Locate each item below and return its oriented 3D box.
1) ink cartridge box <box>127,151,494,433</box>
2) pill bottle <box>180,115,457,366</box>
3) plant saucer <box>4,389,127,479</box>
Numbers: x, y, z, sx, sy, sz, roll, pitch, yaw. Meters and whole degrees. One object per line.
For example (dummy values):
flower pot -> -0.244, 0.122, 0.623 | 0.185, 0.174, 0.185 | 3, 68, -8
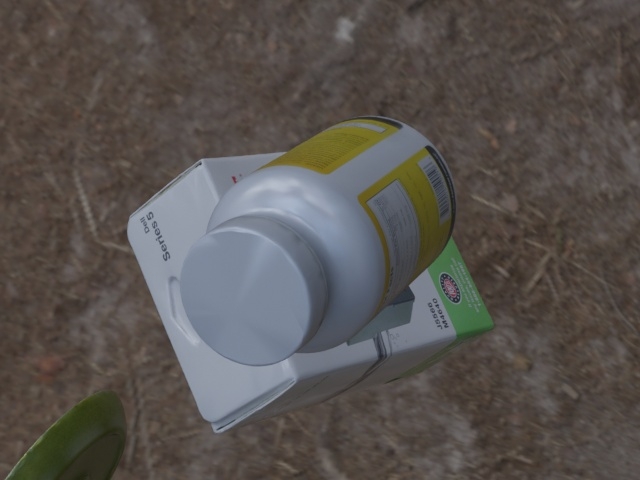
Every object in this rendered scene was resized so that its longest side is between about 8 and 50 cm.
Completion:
ink cartridge box -> -0.003, 0.031, 1.182 | 0.114, 0.272, 0.198 | -35, 74, 38
pill bottle -> 0.000, 0.000, 0.755 | 0.103, 0.184, 0.103 | 9, 112, 23
plant saucer -> -0.280, 0.268, 1.467 | 0.037, 0.241, 0.241 | 35, 93, 14
